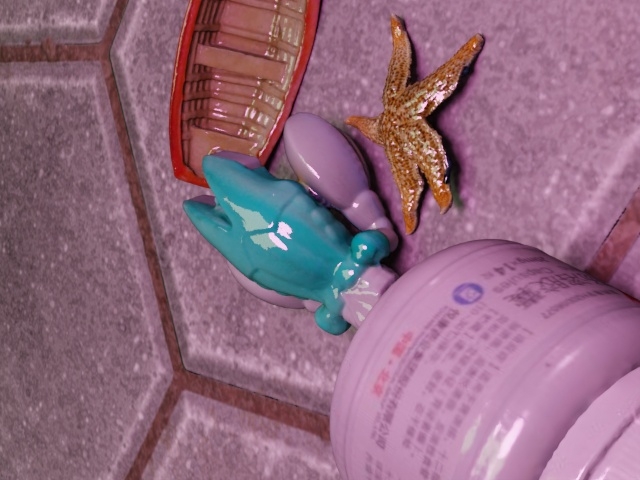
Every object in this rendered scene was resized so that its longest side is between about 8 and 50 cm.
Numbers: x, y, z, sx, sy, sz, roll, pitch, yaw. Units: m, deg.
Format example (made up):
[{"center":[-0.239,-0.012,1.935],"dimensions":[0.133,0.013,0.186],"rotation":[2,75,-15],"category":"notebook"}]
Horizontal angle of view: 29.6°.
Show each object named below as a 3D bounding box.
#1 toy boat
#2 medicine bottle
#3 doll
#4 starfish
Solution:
[{"center":[-0.070,-0.241,1.258],"dimensions":[0.079,0.136,0.392],"rotation":[-110,33,-69],"category":"toy boat"},{"center":[0.182,0.157,0.864],"dimensions":[0.306,0.245,0.245],"rotation":[32,113,43],"category":"medicine bottle"},{"center":[-0.014,0.013,1.182],"dimensions":[0.195,0.153,0.258],"rotation":[-33,84,26],"category":"doll"},{"center":[0.077,-0.111,1.139],"dimensions":[0.176,0.053,0.208],"rotation":[-2,82,59],"category":"starfish"}]
